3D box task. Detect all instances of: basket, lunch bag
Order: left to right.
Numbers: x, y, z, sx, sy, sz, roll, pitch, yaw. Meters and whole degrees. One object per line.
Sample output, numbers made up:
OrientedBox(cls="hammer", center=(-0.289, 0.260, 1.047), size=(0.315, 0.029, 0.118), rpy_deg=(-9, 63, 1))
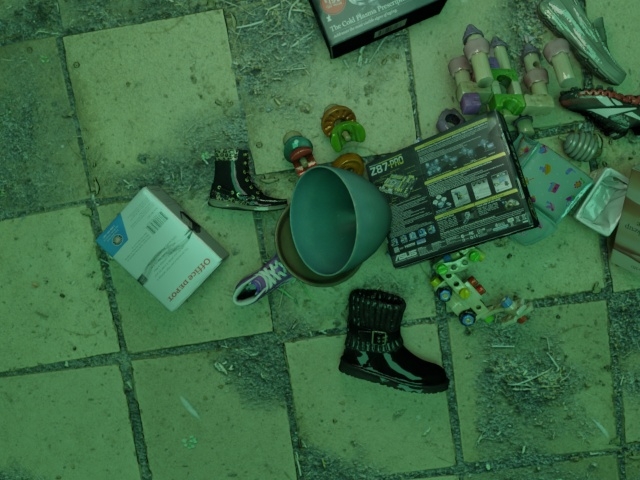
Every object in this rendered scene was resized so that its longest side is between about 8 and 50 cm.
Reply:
OrientedBox(cls="lunch bag", center=(0.578, -0.131, 1.635), size=(0.223, 0.160, 0.262), rpy_deg=(29, 106, -19))
OrientedBox(cls="basket", center=(0.796, -0.112, 1.662), size=(0.113, 0.103, 0.167), rpy_deg=(30, 98, -1))

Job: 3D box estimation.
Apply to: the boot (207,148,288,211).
OrientedBox(cls="boot", center=(-0.209, -0.176, 1.714), size=(0.236, 0.085, 0.178), rpy_deg=(4, 95, 3))

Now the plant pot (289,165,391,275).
OrientedBox(cls="plant pot", center=(0.077, -0.059, 1.588), size=(0.195, 0.290, 0.290), rpy_deg=(-7, 99, -37))

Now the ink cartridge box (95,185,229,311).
OrientedBox(cls="ink cartridge box", center=(-0.460, 0.022, 1.729), size=(0.307, 0.129, 0.223), rpy_deg=(44, 97, -3))

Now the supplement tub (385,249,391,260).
OrientedBox(cls="supplement tub", center=(0.248, 0.024, 1.723), size=(0.071, 0.071, 0.107), rpy_deg=(40, 97, -2))

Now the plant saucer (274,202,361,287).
OrientedBox(cls="plant saucer", center=(0.000, 0.000, 1.701), size=(0.278, 0.041, 0.277), rpy_deg=(3, 79, -14))

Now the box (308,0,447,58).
OrientedBox(cls="box", center=(0.125, -0.717, 1.581), size=(0.343, 0.179, 0.312), rpy_deg=(-23, 94, 5))

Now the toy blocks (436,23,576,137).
OrientedBox(cls="toy blocks", center=(0.481, -0.451, 1.605), size=(0.289, 0.309, 0.260), rpy_deg=(-2, 64, -8))

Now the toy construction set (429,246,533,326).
OrientedBox(cls="toy construction set", center=(0.448, 0.125, 1.691), size=(0.215, 0.151, 0.327), rpy_deg=(-42, 82, 12))

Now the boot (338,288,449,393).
OrientedBox(cls="boot", center=(0.232, 0.296, 1.728), size=(0.348, 0.131, 0.260), rpy_deg=(13, 98, 2))

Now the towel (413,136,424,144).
OrientedBox(cls="towel", center=(0.368, -0.153, 1.714), size=(0.285, 0.034, 0.209), rpy_deg=(23, 99, 0))

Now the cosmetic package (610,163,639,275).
OrientedBox(cls="cosmetic package", center=(0.904, -0.057, 1.569), size=(0.129, 0.153, 0.296), rpy_deg=(-23, 125, -28))

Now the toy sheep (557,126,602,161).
OrientedBox(cls="toy sheep", center=(0.734, -0.269, 1.656), size=(0.132, 0.091, 0.091), rpy_deg=(21, 98, 4))

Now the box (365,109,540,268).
OrientedBox(cls="box", center=(0.342, -0.126, 1.578), size=(0.395, 0.097, 0.318), rpy_deg=(-21, 81, 29))

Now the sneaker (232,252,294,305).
OrientedBox(cls="sneaker", center=(-0.136, 0.102, 1.709), size=(0.282, 0.161, 0.102), rpy_deg=(-39, 92, 6))

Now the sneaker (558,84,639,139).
OrientedBox(cls="sneaker", center=(0.801, -0.355, 1.633), size=(0.276, 0.097, 0.135), rpy_deg=(9, 95, 0))

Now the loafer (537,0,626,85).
OrientedBox(cls="loafer", center=(0.735, -0.563, 1.604), size=(0.111, 0.112, 0.319), rpy_deg=(-42, 93, 15))

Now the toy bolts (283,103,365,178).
OrientedBox(cls="toy bolts", center=(0.005, -0.270, 1.693), size=(0.228, 0.158, 0.218), rpy_deg=(-21, 136, -4))
